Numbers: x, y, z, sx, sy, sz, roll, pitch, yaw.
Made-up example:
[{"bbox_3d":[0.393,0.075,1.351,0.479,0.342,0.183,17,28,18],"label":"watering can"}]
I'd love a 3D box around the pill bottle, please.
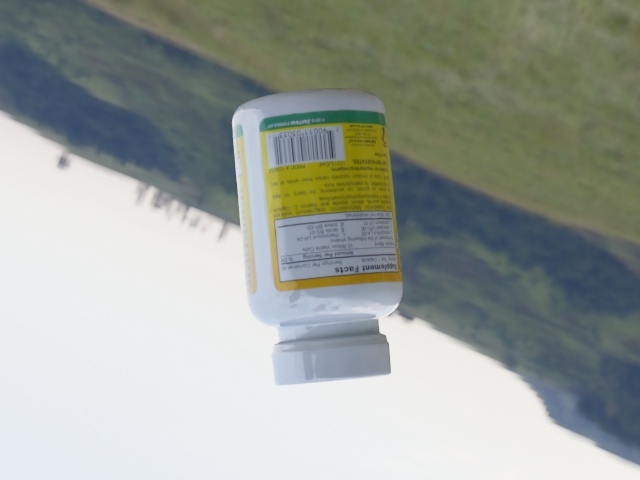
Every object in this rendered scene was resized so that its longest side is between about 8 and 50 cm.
[{"bbox_3d":[0.000,0.000,1.074,0.117,0.208,0.117,-6,175,0],"label":"pill bottle"}]
